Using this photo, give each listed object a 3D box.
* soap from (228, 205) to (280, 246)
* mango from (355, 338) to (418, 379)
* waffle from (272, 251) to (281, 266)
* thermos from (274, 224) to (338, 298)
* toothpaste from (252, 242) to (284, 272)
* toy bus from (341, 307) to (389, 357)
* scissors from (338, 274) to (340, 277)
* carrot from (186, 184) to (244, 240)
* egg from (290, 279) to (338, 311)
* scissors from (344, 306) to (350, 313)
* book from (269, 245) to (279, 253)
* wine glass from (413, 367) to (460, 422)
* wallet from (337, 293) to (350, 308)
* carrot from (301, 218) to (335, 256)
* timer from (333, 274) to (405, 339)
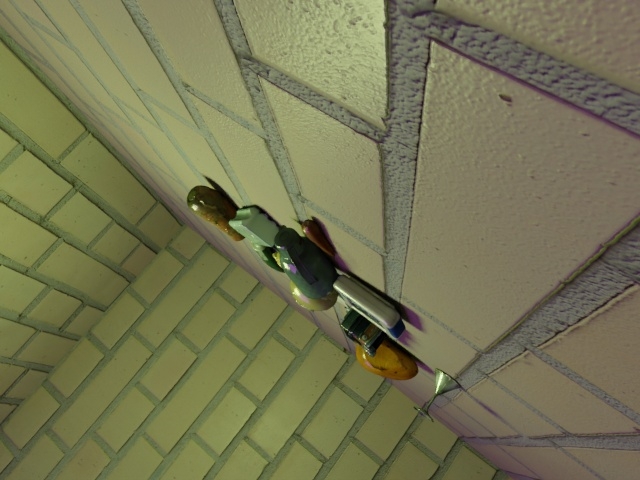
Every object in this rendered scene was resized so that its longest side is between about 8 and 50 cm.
[{"bbox_3d":[-0.254,-0.051,1.821,0.150,0.094,0.261,44,166,-17],"label":"soap"},{"bbox_3d":[0.293,0.525,2.101,0.290,0.160,0.191,23,170,18],"label":"mango"},{"bbox_3d":[-0.090,0.143,2.068,0.250,0.056,0.261,17,156,49],"label":"waffle"},{"bbox_3d":[-0.053,0.079,1.557,0.287,0.144,0.182,54,-172,-47],"label":"thermos"},{"bbox_3d":[-0.241,0.068,2.165,0.098,0.061,0.392,26,165,18],"label":"toothpaste"},{"bbox_3d":[0.180,0.349,1.871,0.167,0.139,0.275,37,169,17],"label":"toy bus"},{"bbox_3d":[0.066,0.133,1.730,0.113,0.012,0.039,32,165,31],"label":"scissors"},{"bbox_3d":[-0.423,-0.118,1.990,0.138,0.139,0.302,27,167,43],"label":"carrot"},{"bbox_3d":[-0.024,0.189,1.857,0.201,0.164,0.164,34,167,-5],"label":"egg"},{"bbox_3d":[0.183,0.354,2.126,0.187,0.020,0.134,31,161,28],"label":"scissors"},{"bbox_3d":[-0.225,0.047,2.219,0.282,0.025,0.215,42,166,-13],"label":"book"},{"bbox_3d":[0.460,0.621,1.895,0.122,0.183,0.122,35,166,10],"label":"wine glass"},{"bbox_3d":[0.080,0.250,2.055,0.122,0.025,0.061,25,162,48],"label":"wallet"},{"bbox_3d":[0.000,0.000,1.421,0.048,0.048,0.216,30,168,35],"label":"carrot"},{"bbox_3d":[0.168,0.215,1.587,0.253,0.078,0.178,34,168,30],"label":"timer"}]
